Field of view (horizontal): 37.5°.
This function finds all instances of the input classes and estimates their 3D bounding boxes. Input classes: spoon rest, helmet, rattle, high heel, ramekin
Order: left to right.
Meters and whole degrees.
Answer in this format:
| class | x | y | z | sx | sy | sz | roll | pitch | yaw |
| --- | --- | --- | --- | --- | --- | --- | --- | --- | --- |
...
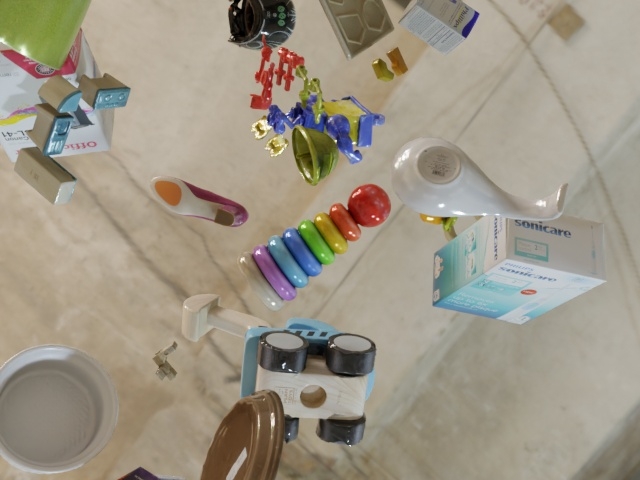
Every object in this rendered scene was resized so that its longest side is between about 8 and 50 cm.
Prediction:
| class | x | y | z | sx | sy | sz | roll | pitch | yaw |
| --- | --- | --- | --- | --- | --- | --- | --- | --- | --- |
| ramekin | -0.591 | 0.376 | 2.056 | 0.277 | 0.135 | 0.277 | 9 | -114 | -21 |
| high heel | -0.293 | -0.099 | 2.306 | 0.244 | 0.082 | 0.117 | 19 | -168 | 12 |
| helmet | -0.138 | -0.520 | 2.197 | 0.169 | 0.169 | 0.161 | 41 | -151 | 19 |
| rattle | 0.345 | -0.006 | 2.256 | 0.143 | 0.130 | 0.199 | 10 | -127 | -62 |
| spoon rest | 0.247 | -0.084 | 1.502 | 0.276 | 0.137 | 0.084 | 16 | 158 | 8 |

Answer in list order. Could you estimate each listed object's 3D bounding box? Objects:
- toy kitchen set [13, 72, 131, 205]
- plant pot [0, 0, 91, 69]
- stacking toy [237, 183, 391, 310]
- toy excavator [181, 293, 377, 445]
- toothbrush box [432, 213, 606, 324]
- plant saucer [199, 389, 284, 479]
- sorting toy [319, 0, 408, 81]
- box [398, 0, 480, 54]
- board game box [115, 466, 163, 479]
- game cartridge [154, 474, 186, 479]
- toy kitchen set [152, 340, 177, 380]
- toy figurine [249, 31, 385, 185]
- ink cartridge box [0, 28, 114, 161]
| class | x | y | z | sx | sy | sz | roll | pitch | yaw |
| --- | --- | --- | --- | --- | --- | --- | --- | --- | --- |
| toy kitchen set | -0.446 | -0.193 | 1.765 | 0.122 | 0.207 | 0.166 | 39 | -151 | 21 |
| plant pot | -0.440 | -0.461 | 1.447 | 0.275 | 0.293 | 0.275 | 35 | -174 | -5 |
| stacking toy | 0.000 | 0.000 | 1.919 | 0.141 | 0.330 | 0.141 | 55 | -178 | -2 |
| toy excavator | -0.105 | 0.256 | 2.134 | 0.433 | 0.222 | 0.445 | 4 | -163 | -6 |
| toothbrush box | 0.378 | 0.050 | 1.831 | 0.216 | 0.295 | 0.126 | 13 | -115 | -18 |
| plant saucer | -0.140 | 0.376 | 1.567 | 0.041 | 0.277 | 0.278 | 24 | -162 | -20 |
| sorting toy | 0.087 | -0.491 | 2.126 | 0.229 | 0.041 | 0.307 | -44 | -67 | -46 |
| box | 0.264 | -0.497 | 2.111 | 0.137 | 0.072 | 0.126 | 33 | 168 | -9 |
| board game box | -0.377 | 0.551 | 1.963 | 0.170 | 0.048 | 0.141 | 17 | -150 | 38 |
| game cartridge | -0.361 | 0.563 | 2.217 | 0.083 | 0.017 | 0.056 | 14 | 174 | -32 |
| toy kitchen set | -0.415 | 0.341 | 2.608 | 0.083 | 0.075 | 0.068 | 53 | -165 | -12 |
| toy figurine | 0.029 | -0.229 | 1.665 | 0.217 | 0.191 | 0.362 | 0 | -156 | -22 |
| ink cartridge box | -0.557 | -0.306 | 1.864 | 0.306 | 0.226 | 0.131 | 78 | -173 | -55 |
